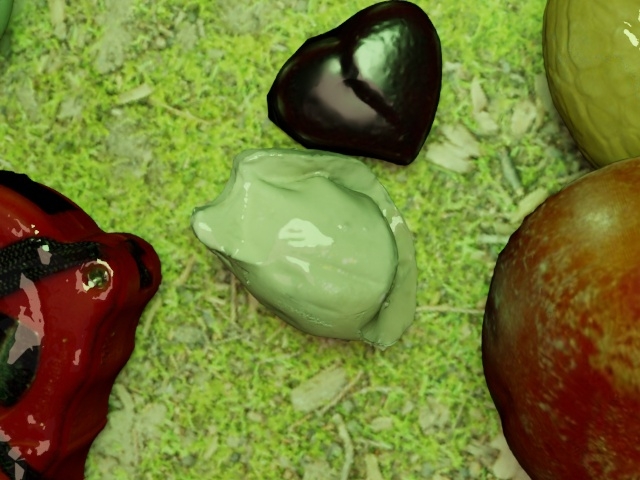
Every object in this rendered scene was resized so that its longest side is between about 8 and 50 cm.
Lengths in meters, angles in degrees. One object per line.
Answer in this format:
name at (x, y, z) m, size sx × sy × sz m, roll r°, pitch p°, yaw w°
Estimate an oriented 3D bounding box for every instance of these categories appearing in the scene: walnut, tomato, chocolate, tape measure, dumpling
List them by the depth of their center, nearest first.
tomato at (0.258, 0.105, 0.625) m, size 0.338 × 0.144 × 0.339 m, roll 4°, pitch 123°, yaw 7°
walnut at (0.237, -0.119, 0.664) m, size 0.159 × 0.159 × 0.207 m, roll -21°, pitch 86°, yaw 9°
chocolate at (0.029, -0.108, 0.729) m, size 0.148 × 0.080 × 0.125 m, roll -26°, pitch 91°, yaw 8°
dumpling at (0.000, 0.000, 0.730) m, size 0.199 × 0.118 × 0.136 m, roll 28°, pitch 86°, yaw -28°
tape measure at (-0.268, 0.073, 0.770) m, size 0.260 × 0.114 × 0.253 m, roll 24°, pitch 98°, yaw 5°

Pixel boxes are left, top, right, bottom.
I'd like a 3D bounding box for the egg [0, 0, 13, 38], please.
egg at (-0.316, -0.213, 0.730) m, size 0.149 × 0.149 × 0.192 m, roll -38°, pitch 87°, yaw 10°
